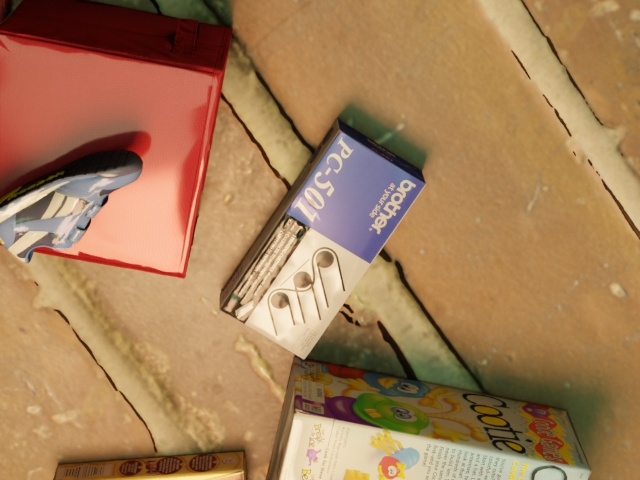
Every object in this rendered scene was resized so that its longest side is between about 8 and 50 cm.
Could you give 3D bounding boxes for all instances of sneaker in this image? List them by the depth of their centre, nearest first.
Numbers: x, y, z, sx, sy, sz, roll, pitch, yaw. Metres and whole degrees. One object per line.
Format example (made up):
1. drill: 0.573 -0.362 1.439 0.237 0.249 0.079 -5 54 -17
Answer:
1. sneaker: -0.203 -0.029 1.498 0.144 0.053 0.059 -23 106 17

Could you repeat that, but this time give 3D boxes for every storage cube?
1. storage cube: -0.189 -0.099 1.598 0.193 0.184 0.215 10 108 -3

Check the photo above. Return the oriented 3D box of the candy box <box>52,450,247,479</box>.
1. candy box: -0.161 0.269 1.787 0.186 0.053 0.109 -5 107 -1

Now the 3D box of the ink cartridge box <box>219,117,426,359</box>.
1. ink cartridge box: 0.000 0.000 1.705 0.097 0.046 0.207 32 104 -12

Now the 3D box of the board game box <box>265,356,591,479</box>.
1. board game box: 0.095 0.223 1.730 0.275 0.142 0.144 12 107 -5

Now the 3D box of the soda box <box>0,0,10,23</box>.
1. soda box: -0.310 -0.273 1.590 0.092 0.083 0.263 7 108 -4
